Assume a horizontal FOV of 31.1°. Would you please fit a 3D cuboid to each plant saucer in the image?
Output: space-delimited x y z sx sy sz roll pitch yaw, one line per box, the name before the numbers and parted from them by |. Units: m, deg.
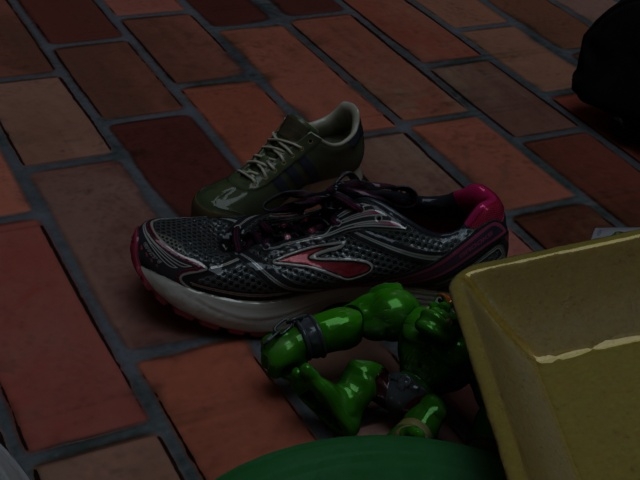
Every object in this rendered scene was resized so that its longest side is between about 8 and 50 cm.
plant saucer | 0.263 0.101 0.642 0.333 0.081 0.333 -12 31 2

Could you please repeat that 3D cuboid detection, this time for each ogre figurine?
ogre figurine | 0.063 0.095 0.806 0.197 0.096 0.118 16 49 41

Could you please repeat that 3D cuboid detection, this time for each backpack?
backpack | 0.505 -0.216 1.250 0.356 0.273 0.290 -3 26 -37

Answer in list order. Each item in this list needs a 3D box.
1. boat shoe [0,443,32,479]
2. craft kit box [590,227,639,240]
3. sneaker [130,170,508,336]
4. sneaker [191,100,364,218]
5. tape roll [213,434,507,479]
boat shoe | -0.190 0.175 0.631 0.096 0.088 0.267 -7 36 -21
craft kit box | 0.310 0.060 0.855 0.247 0.060 0.250 -3 23 23
sneaker | 0.000 0.000 0.915 0.299 0.112 0.121 0 34 -9
sneaker | -0.035 -0.075 1.044 0.192 0.086 0.064 -21 42 -36
tape roll | 0.049 0.237 0.595 0.321 0.077 0.321 5 34 -3
